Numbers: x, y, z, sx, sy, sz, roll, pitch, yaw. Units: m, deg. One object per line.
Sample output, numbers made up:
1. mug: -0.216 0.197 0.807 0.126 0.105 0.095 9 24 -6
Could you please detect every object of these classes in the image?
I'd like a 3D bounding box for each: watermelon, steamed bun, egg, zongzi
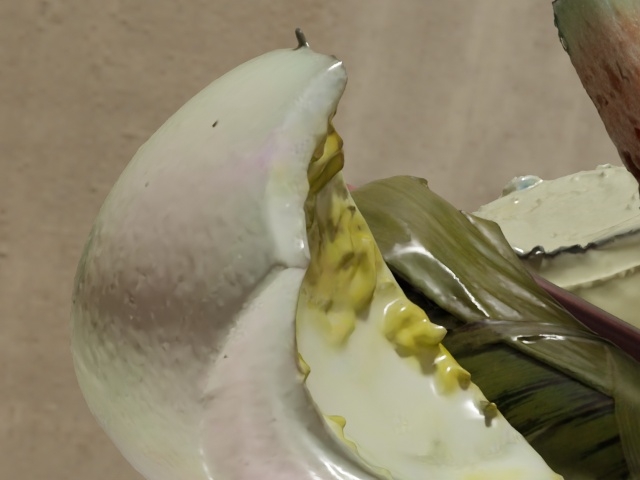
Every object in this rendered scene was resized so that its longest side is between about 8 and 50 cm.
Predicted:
1. watermelon: 0.262 -0.075 1.178 0.193 0.139 0.257 -170 -116 -76
2. steamed bun: 0.271 0.082 1.839 0.233 0.333 0.312 -87 171 -66
3. egg: -0.023 0.056 0.852 0.206 0.161 0.271 25 -34 61
4. zongzi: 0.103 0.052 1.005 0.251 0.125 0.274 61 -31 9

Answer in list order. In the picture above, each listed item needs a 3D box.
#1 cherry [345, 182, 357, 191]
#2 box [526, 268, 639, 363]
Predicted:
1. cherry: -0.006 -0.001 1.614 0.126 0.106 0.087 -17 -78 59
2. box: 0.190 0.112 1.236 0.120 0.224 0.069 -63 167 0
